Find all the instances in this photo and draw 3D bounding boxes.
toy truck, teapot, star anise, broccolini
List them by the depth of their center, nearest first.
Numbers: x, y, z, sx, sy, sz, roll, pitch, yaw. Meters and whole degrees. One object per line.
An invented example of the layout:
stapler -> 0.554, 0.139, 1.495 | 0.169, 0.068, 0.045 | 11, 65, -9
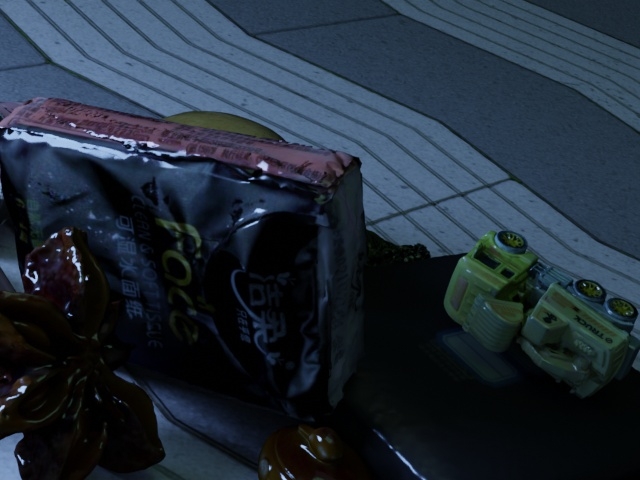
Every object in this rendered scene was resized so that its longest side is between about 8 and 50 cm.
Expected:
star anise -> -0.218, 0.103, 1.148 | 0.190, 0.220, 0.125 | -2, -9, -43
teapot -> 0.002, 0.200, 1.193 | 0.098, 0.078, 0.129 | -3, 33, -33
toy truck -> 0.207, 0.078, 1.343 | 0.191, 0.085, 0.116 | 34, 37, 21
broccolini -> -0.006, -0.003, 1.588 | 0.271, 0.062, 0.123 | 21, 9, 29

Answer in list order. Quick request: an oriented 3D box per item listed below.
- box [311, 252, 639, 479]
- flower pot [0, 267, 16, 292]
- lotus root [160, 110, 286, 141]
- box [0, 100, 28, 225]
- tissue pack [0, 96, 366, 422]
box -> 0.144, 0.146, 1.368 | 0.350, 0.091, 0.359 | -11, 39, -41
flower pot -> -0.383, 0.051, 1.245 | 0.178, 0.084, 0.251 | -4, 33, -34
lotus root -> -0.085, -0.035, 1.427 | 0.310, 0.183, 0.182 | 15, 19, 42
box -> -0.345, -0.082, 1.454 | 0.151, 0.151, 0.135 | 29, 20, 22
tissue pack -> -0.122, 0.009, 1.229 | 0.332, 0.245, 0.123 | 13, 39, 20
